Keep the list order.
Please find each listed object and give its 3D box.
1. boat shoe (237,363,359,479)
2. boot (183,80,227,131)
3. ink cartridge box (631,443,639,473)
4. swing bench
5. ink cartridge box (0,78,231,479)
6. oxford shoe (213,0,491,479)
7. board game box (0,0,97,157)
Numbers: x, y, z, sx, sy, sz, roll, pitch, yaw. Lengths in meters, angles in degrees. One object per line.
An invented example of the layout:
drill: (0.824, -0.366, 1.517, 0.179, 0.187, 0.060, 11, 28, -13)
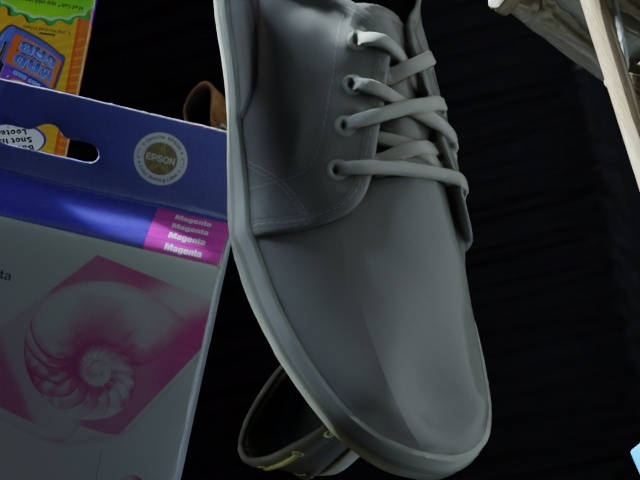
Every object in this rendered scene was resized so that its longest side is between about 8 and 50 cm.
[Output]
boat shoe: (0.022, 0.117, 1.264, 0.305, 0.091, 0.109, -55, 45, 42)
boot: (0.000, 0.000, 1.332, 0.280, 0.096, 0.264, 45, -161, -48)
ink cartridge box: (0.512, 0.238, 1.494, 0.197, 0.270, 0.198, 13, -137, -35)
swing bench: (0.308, -0.127, 1.146, 0.253, 0.165, 0.255, 20, -146, -51)
ink cartridge box: (-0.247, 0.043, 1.148, 0.071, 0.324, 0.330, -80, 3, -72)
oxford shoe: (0.027, -0.065, 0.948, 0.169, 0.130, 0.449, 7, -120, -36)
board game box: (-0.426, -0.276, 1.497, 0.356, 0.356, 0.356, 112, 159, -44)
